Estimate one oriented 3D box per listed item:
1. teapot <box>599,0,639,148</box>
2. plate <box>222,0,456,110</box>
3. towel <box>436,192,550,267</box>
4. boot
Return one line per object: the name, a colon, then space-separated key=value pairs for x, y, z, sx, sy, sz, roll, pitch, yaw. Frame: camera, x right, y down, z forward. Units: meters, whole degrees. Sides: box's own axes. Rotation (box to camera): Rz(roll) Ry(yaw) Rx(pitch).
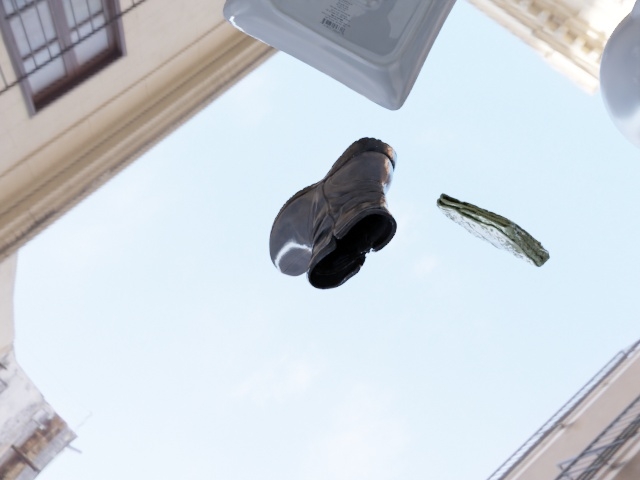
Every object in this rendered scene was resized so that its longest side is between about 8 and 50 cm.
teapot: x=0.516 y=-0.226 z=0.982 sx=0.256 sy=0.187 sz=0.252 roll=6 pitch=-94 yaw=-11
plate: x=0.052 y=-0.353 z=0.977 sx=0.277 sy=0.045 sz=0.278 roll=27 pitch=-85 yaw=-10
towel: x=0.207 y=-0.011 z=0.891 sx=0.110 sy=0.148 sz=0.027 roll=28 pitch=-89 yaw=38
boot: x=0.000 y=0.000 z=1.208 sx=0.118 sy=0.338 sz=0.222 roll=26 pitch=-140 yaw=-15
